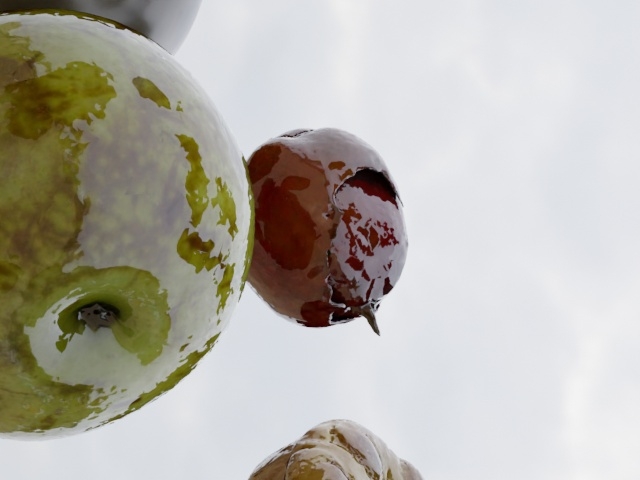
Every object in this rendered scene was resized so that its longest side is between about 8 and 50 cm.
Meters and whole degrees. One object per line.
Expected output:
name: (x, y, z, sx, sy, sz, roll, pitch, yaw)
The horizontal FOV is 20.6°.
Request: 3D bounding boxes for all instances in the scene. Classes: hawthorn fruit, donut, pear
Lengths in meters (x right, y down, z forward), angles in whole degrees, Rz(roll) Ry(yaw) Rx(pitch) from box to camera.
hawthorn fruit: (0.000, 0.000, 1.327, 0.172, 0.148, 0.148, 66, -28, 20)
donut: (0.024, 0.255, 1.376, 0.114, 0.226, 0.226, -27, -115, 26)
pear: (-0.175, -0.016, 1.099, 0.283, 0.284, 0.283, 174, -90, -68)

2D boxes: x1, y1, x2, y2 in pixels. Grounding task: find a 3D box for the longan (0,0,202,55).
longan: (-0.196, -0.198, 1.338, 0.215, 0.246, 0.246, 48, -41, 38)
